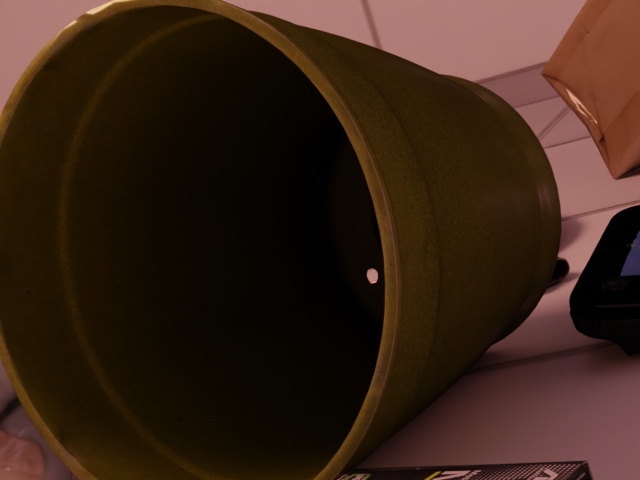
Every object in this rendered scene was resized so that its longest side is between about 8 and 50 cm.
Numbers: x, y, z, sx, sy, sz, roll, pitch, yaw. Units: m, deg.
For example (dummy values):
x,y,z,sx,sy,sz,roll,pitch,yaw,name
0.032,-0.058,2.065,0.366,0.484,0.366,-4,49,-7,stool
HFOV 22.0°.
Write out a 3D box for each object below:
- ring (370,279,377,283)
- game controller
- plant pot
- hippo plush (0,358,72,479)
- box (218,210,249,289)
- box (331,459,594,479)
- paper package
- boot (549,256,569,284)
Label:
x,y,z,sx,sy,sz,roll,pitch,yaw,name
0.092,0.023,1.732,0.337,0.032,0.336,-16,10,3,ring
0.299,0.013,1.309,0.166,0.067,0.319,-14,11,21,game controller
0.000,0.000,1.239,0.366,0.366,0.353,-11,0,37,plant pot
-0.273,0.071,1.308,0.294,0.236,0.234,-15,36,-15,hippo plush
-0.069,0.043,1.464,0.077,0.180,0.147,-15,9,21,box
0.032,0.181,0.913,0.184,0.045,0.191,-12,12,44,box
0.465,-0.253,1.874,0.325,0.168,0.309,-23,-21,-27,paper package
0.196,0.023,1.541,0.087,0.042,0.118,1,22,45,boot
